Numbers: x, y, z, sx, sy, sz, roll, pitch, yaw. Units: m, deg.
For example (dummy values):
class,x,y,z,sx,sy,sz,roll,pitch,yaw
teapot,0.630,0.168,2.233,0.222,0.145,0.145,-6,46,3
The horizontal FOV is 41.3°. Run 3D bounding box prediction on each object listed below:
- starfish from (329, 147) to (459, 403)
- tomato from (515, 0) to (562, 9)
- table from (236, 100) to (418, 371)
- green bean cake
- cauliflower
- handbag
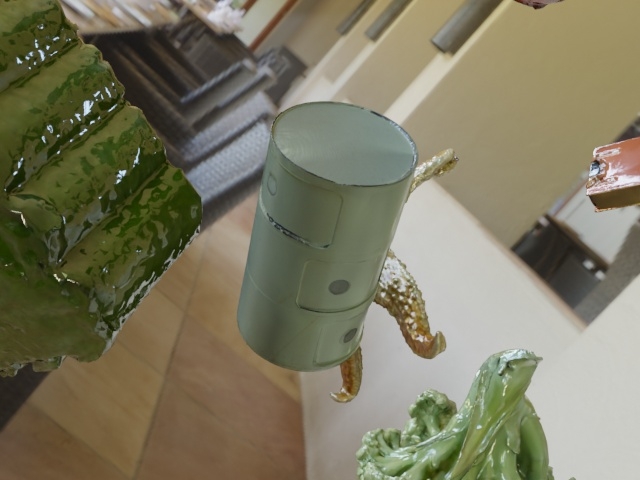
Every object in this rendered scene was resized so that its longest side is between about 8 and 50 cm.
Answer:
class,x,y,z,sx,sy,sz,roll,pitch,yaw
starfish,0.059,0.023,1.039,0.094,0.327,0.375,18,28,-32
tomato,0.211,-0.348,0.825,0.228,0.228,0.101,42,-16,-4
table,0.000,0.000,0.762,0.126,0.220,0.126,8,39,-7
green bean cake,-0.297,-0.041,0.656,0.319,0.335,0.218,54,45,-21
cauliflower,0.211,0.300,1.164,0.327,0.281,0.260,22,-19,-22
handbag,0.550,-0.121,1.433,0.063,0.190,0.127,51,44,-32
